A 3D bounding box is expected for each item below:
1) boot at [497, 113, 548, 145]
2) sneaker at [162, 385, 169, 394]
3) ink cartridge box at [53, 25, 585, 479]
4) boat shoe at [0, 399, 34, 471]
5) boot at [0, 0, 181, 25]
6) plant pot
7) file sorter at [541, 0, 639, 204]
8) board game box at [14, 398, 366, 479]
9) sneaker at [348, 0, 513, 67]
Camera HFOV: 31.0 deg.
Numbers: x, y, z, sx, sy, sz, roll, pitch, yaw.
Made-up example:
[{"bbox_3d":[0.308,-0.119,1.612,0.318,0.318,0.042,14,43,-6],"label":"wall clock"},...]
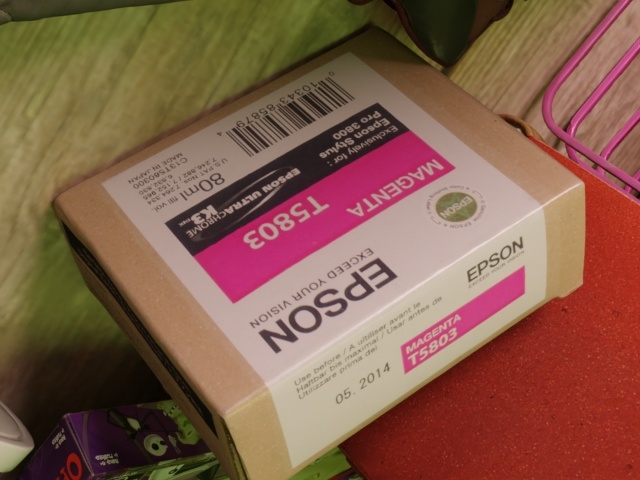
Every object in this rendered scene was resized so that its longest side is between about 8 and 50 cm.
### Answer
[{"bbox_3d":[0.133,0.052,0.917,0.236,0.089,0.269,-55,141,0],"label":"boot"},{"bbox_3d":[-0.036,0.029,0.759,0.185,0.069,0.084,-35,122,-11],"label":"sneaker"},{"bbox_3d":[0.000,0.000,0.652,0.235,0.193,0.088,-31,140,-18],"label":"ink cartridge box"},{"bbox_3d":[-0.262,0.088,0.556,0.091,0.114,0.302,-51,141,-2],"label":"boat shoe"},{"bbox_3d":[-0.088,-0.157,0.478,0.209,0.076,0.189,-20,159,-40],"label":"boot"},{"bbox_3d":[0.172,0.142,0.758,0.236,0.267,0.267,-42,137,-7],"label":"plant pot"},{"bbox_3d":[0.326,-0.071,0.896,0.202,0.182,0.291,-50,143,4],"label":"file sorter"},{"bbox_3d":[-0.070,0.175,0.806,0.347,0.056,0.208,-1,145,-46],"label":"board game box"},{"bbox_3d":[0.128,-0.186,0.693,0.281,0.106,0.162,-6,134,-26],"label":"sneaker"}]
